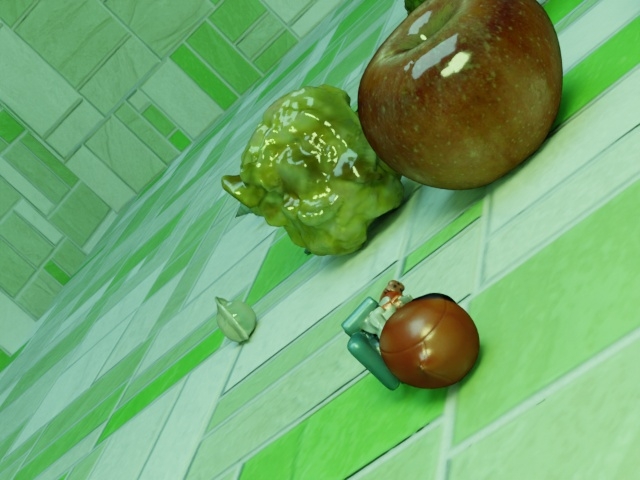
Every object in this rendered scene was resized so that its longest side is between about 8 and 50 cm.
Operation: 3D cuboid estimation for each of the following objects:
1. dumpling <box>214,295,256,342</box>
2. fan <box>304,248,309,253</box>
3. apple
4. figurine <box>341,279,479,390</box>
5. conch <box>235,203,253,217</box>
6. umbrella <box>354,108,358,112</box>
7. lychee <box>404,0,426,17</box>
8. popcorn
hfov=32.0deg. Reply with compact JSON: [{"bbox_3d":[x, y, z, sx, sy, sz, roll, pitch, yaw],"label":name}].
[{"bbox_3d":[-0.103,0.088,1.297,0.043,0.059,0.077,-29,22,22],"label":"dumpling"},{"bbox_3d":[0.000,0.000,1.359,0.056,0.004,0.083,-41,13,16],"label":"fan"},{"bbox_3d":[0.134,-0.135,1.030,0.201,0.162,0.201,-34,25,18],"label":"apple"},{"bbox_3d":[0.065,0.070,0.800,0.075,0.068,0.140,-45,11,-7],"label":"figurine"},{"bbox_3d":[-0.063,-0.078,1.703,0.180,0.088,0.065,-31,62,28],"label":"conch"},{"bbox_3d":[0.132,-0.179,1.313,0.090,0.094,0.326,-2,-14,-30],"label":"umbrella"},{"bbox_3d":[0.184,-0.304,1.362,0.171,0.171,0.171,-43,13,13],"label":"lychee"},{"bbox_3d":[-0.001,-0.075,1.216,0.167,0.186,0.187,-58,8,51],"label":"popcorn"}]
